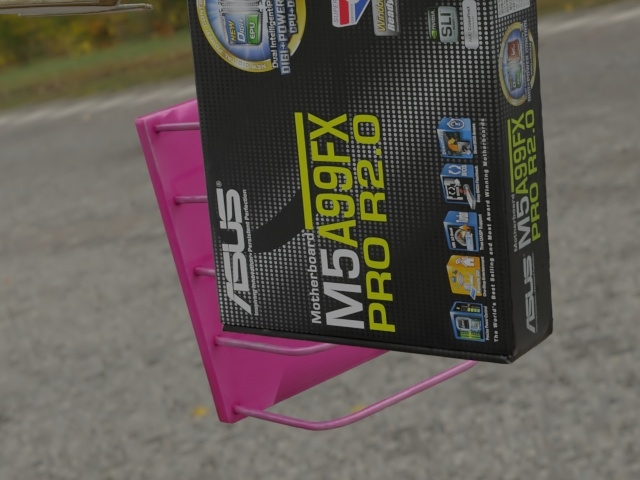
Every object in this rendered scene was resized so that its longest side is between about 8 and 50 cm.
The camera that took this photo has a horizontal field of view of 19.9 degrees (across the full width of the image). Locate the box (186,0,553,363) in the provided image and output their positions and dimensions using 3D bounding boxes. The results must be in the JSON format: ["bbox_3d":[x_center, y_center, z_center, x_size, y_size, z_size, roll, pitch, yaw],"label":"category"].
[{"bbox_3d":[0.028,-0.068,1.118,0.216,0.270,0.060,5,17,32],"label":"box"}]

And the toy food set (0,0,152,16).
[{"bbox_3d":[-0.209,-0.200,1.430,0.132,0.038,0.192,-2,5,7],"label":"toy food set"}]

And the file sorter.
[{"bbox_3d":[0.000,0.000,1.620,0.202,0.290,0.182,-22,14,-32],"label":"file sorter"}]
